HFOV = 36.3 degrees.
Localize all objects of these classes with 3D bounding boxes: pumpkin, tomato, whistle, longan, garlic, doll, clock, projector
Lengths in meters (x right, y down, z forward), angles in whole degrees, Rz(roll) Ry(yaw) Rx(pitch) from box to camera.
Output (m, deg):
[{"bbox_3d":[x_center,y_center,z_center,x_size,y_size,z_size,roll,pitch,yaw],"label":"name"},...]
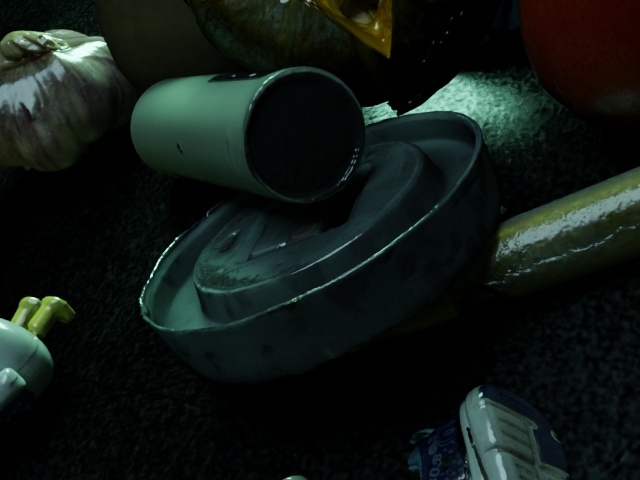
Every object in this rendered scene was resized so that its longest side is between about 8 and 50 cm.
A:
[{"bbox_3d":[0.024,-0.276,0.898,0.321,0.320,0.192,-18,0,17],"label":"pumpkin"},{"bbox_3d":[0.294,-0.237,0.790,0.299,0.226,0.298,-20,37,16],"label":"tomato"},{"bbox_3d":[0.157,0.008,0.749,0.327,0.057,0.067,-22,66,15],"label":"whistle"},{"bbox_3d":[-0.137,-0.279,1.109,0.258,0.258,0.258,-18,41,17],"label":"longan"},{"bbox_3d":[-0.337,-0.180,1.179,0.245,0.160,0.245,-19,28,11],"label":"garlic"},{"bbox_3d":[-0.329,0.165,0.872,0.138,0.119,0.293,-11,35,45],"label":"doll"},{"bbox_3d":[0.000,-0.002,0.797,0.313,0.061,0.312,-26,21,11],"label":"clock"},{"bbox_3d":[-0.081,-0.098,0.886,0.108,0.108,0.337,-44,22,-14],"label":"projector"}]

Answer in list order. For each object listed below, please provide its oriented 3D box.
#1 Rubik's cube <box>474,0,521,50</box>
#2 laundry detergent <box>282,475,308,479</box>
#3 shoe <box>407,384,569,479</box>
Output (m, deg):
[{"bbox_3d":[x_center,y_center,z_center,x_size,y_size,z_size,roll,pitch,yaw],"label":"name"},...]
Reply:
[{"bbox_3d":[0.236,-0.298,1.028,0.178,0.211,0.190,12,28,15],"label":"Rubik's cube"},{"bbox_3d":[0.023,0.230,0.522,0.091,0.181,0.253,-11,37,-16],"label":"laundry detergent"},{"bbox_3d":[0.097,0.192,0.589,0.106,0.092,0.207,-39,36,35],"label":"shoe"}]
